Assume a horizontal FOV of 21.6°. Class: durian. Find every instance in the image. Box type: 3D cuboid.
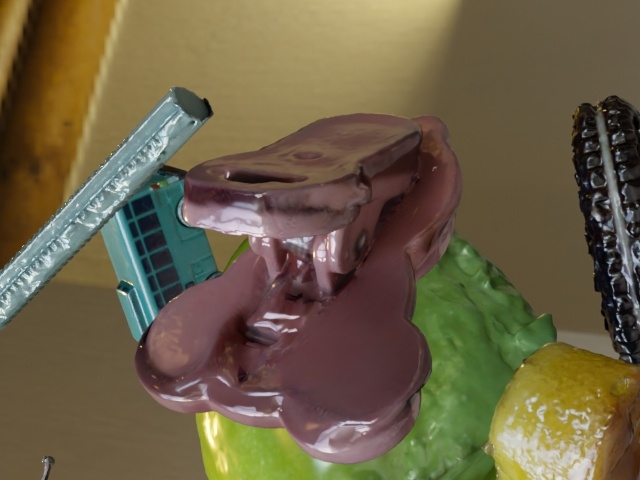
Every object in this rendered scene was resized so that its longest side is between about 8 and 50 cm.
[{"bbox_3d":[0.033,0.114,1.135,0.256,0.339,0.204,-33,-31,-6],"label":"durian"}]

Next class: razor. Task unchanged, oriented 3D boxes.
[{"bbox_3d":[-0.117,0.011,0.687,0.084,0.211,0.036,43,-159,-8],"label":"razor"}]

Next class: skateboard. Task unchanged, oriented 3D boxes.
[{"bbox_3d":[-0.293,0.220,1.567,0.032,0.083,0.064,-57,-16,-75],"label":"skateboard"}]

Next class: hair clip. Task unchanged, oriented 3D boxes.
[{"bbox_3d":[0.000,0.011,0.654,0.138,0.123,0.102,-34,-51,-59],"label":"hair clip"}]

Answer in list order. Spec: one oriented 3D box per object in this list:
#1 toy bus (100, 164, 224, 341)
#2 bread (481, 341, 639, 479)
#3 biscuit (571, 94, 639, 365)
[{"bbox_3d":[-0.135,0.023,1.457,0.092,0.079,0.160,-24,-72,-20],"label":"toy bus"},{"bbox_3d":[0.173,0.164,1.031,0.102,0.094,0.245,-48,-39,-30],"label":"bread"},{"bbox_3d":[0.207,-0.004,1.140,0.194,0.053,0.194,-12,-90,-79],"label":"biscuit"}]
